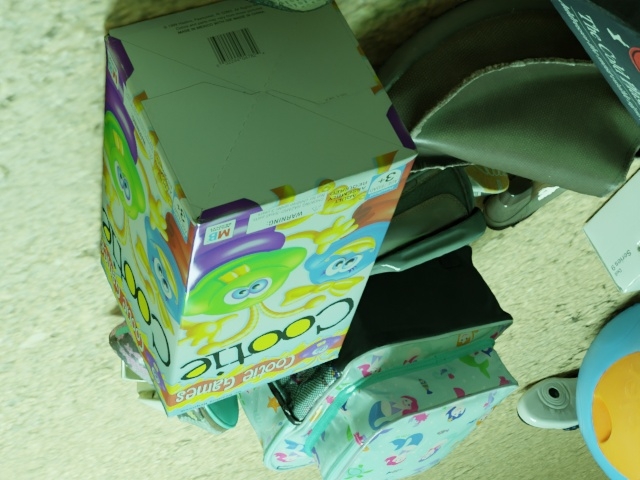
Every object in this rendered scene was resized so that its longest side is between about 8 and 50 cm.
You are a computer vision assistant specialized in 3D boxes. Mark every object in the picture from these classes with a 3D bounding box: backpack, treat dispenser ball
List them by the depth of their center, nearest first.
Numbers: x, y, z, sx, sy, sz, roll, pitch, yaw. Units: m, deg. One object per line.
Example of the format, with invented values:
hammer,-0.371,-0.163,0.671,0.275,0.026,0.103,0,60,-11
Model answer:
backpack,0.046,0.130,1.238,0.225,0.191,0.253,-9,156,-37
treat dispenser ball,0.485,0.212,1.727,0.288,0.288,0.288,-23,156,-10

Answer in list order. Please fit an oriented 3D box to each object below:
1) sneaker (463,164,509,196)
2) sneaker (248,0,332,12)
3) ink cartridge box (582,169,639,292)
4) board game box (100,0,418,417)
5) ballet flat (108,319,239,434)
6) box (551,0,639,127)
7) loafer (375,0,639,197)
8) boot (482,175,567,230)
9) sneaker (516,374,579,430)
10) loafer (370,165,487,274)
sneaker,0.125,-0.050,1.134,0.083,0.031,0.037,-4,162,-33
sneaker,-0.053,-0.152,0.604,0.110,0.122,0.283,-34,156,16
ink cartridge box,0.411,-0.033,1.385,0.212,0.093,0.154,-12,152,-35
board game box,-0.055,-0.016,0.860,0.144,0.142,0.275,-18,155,-19
ballet flat,-0.134,0.116,1.159,0.079,0.076,0.221,-9,152,7
box,0.352,-0.075,0.802,0.179,0.312,0.343,-48,135,1
loafer,0.188,-0.101,0.958,0.366,0.130,0.134,-12,153,-30
boot,0.204,-0.048,1.208,0.118,0.042,0.087,-22,163,-10
sneaker,0.363,0.256,1.954,0.217,0.079,0.121,-13,152,-32
loafer,0.000,0.000,1.062,0.268,0.084,0.096,-20,-170,-8
